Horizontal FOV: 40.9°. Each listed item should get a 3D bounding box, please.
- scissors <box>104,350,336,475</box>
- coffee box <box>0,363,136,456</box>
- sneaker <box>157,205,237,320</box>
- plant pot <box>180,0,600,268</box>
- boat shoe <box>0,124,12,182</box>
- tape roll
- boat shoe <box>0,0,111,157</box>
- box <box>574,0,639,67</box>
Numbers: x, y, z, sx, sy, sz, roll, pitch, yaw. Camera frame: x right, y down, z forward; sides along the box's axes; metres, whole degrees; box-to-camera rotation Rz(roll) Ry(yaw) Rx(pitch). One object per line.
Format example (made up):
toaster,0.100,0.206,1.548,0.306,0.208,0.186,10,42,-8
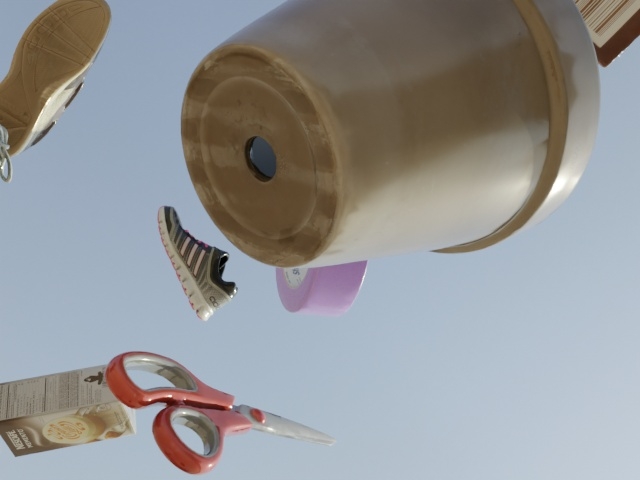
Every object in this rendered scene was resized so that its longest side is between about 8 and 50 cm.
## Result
scissors,-0.069,0.138,0.717,0.021,0.297,0.109,-47,-112,11
coffee box,-0.506,0.338,1.716,0.247,0.098,0.141,-10,-42,-4
sneaker,-0.163,0.021,1.154,0.170,0.075,0.063,62,-9,19
plant pot,0.042,-0.107,0.778,0.323,0.280,0.323,22,-56,36
boat shoe,-0.478,-0.123,1.169,0.306,0.105,0.113,-144,-129,-68
tape roll,0.000,0.000,1.576,0.090,0.274,0.274,7,-50,-20
boat shoe,-0.413,-0.249,1.302,0.103,0.092,0.285,33,-87,-5
box,0.386,-0.410,1.309,0.191,0.381,0.143,39,-68,-11
